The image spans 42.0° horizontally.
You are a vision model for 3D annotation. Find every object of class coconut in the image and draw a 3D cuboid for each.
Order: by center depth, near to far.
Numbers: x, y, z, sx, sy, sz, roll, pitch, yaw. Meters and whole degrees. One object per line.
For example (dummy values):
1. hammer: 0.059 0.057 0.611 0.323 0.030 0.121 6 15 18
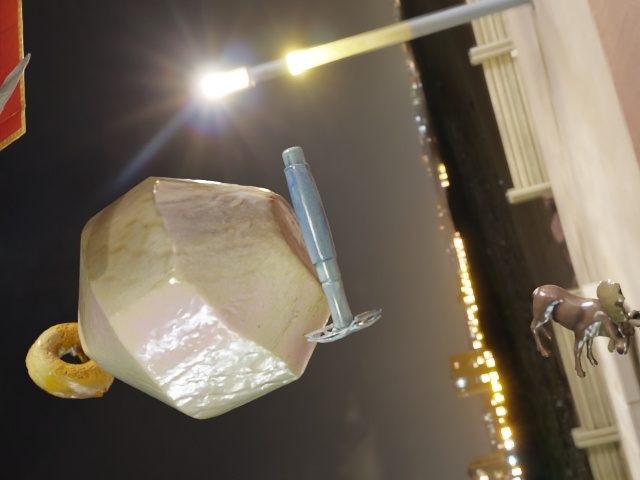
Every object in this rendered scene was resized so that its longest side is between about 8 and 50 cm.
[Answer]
1. coconut: -0.123 0.050 0.825 0.259 0.259 0.259 -15 -90 -81

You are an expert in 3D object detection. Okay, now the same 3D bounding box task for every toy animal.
1. toy animal: 0.427 0.124 1.312 0.094 0.214 0.186 -19 -53 -43

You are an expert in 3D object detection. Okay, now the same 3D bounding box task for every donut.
1. donut: -0.513 0.244 1.751 0.190 0.074 0.174 14 -136 -27

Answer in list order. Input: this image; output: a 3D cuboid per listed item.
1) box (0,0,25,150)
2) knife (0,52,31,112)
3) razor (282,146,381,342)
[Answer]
1. box: -0.341 -0.180 0.765 0.153 0.074 0.239 -69 -7 -55
2. knife: -0.270 -0.071 0.636 0.017 0.047 0.298 41 -151 -23
3. razor: 0.000 0.000 0.575 0.068 0.040 0.135 -1 -106 -73
